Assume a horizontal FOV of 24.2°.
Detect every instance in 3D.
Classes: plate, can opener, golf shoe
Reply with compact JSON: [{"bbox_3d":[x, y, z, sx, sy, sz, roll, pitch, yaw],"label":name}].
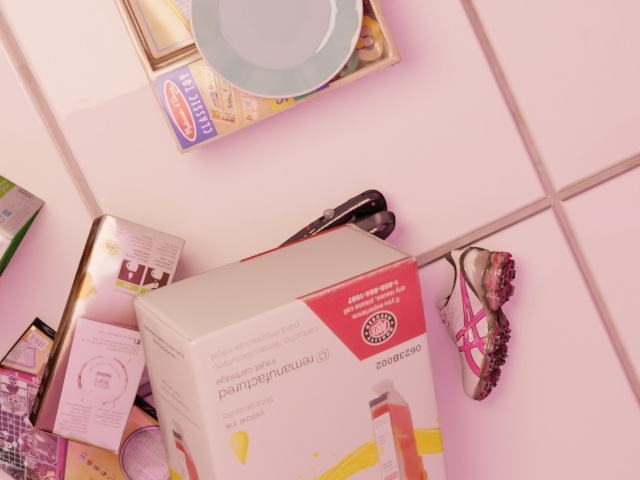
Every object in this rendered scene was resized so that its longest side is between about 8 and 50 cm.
[{"bbox_3d":[-0.048,-0.247,1.610,0.188,0.024,0.188,0,98,-3],"label":"plate"},{"bbox_3d":[0.000,0.000,1.748,0.186,0.073,0.059,-27,108,11],"label":"can opener"},{"bbox_3d":[0.182,0.098,1.777,0.086,0.067,0.186,9,103,24],"label":"golf shoe"}]

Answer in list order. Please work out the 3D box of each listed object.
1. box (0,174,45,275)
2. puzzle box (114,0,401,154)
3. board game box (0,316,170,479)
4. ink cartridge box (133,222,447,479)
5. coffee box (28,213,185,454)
[{"bbox_3d":[-0.439,-0.037,1.613,0.231,0.262,0.127,31,97,-9],"label":"box"},{"bbox_3d":[-0.112,-0.331,1.634,0.272,0.052,0.409,-24,98,0],"label":"puzzle box"},{"bbox_3d":[-0.295,0.230,1.776,0.243,0.042,0.165,40,95,-9],"label":"board game box"},{"bbox_3d":[-0.019,0.213,1.651,0.279,0.160,0.385,-20,114,-25],"label":"ink cartridge box"},{"bbox_3d":[-0.242,0.103,1.678,0.098,0.141,0.246,18,84,-12],"label":"coffee box"}]
